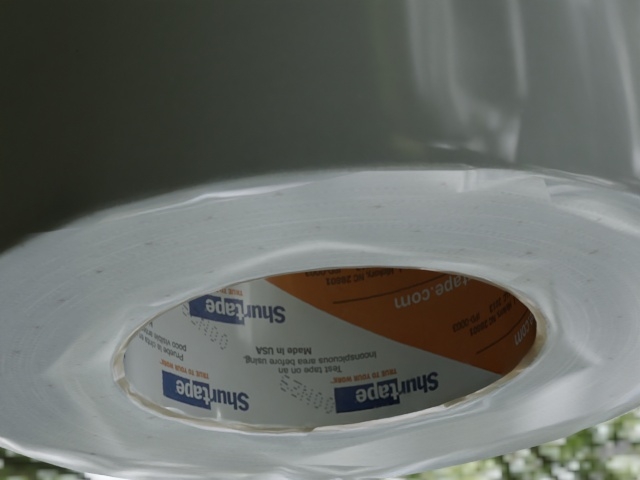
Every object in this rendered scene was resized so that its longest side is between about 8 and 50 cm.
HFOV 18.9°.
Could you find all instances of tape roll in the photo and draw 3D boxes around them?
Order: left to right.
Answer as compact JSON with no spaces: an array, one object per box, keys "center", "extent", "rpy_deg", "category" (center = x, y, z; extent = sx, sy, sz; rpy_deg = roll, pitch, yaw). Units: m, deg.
[{"center":[0.000,0.000,0.526],"extent":[0.219,0.219,0.072],"rpy_deg":[133,-42,-55],"category":"tape roll"}]
